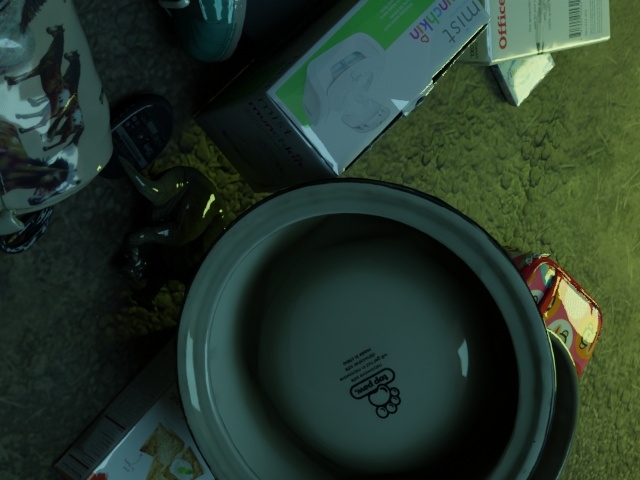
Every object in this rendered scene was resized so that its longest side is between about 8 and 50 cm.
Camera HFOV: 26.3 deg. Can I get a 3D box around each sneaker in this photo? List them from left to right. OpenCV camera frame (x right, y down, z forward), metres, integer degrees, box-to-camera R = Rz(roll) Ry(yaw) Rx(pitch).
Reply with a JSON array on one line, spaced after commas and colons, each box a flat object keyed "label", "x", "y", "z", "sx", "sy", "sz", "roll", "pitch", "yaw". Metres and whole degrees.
[{"label": "sneaker", "x": -0.159, "y": -0.328, "z": 1.415, "sx": 0.121, "sy": 0.108, "sz": 0.302, "roll": -18, "pitch": 110, "yaw": -35}]

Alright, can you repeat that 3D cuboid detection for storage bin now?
[{"label": "storage bin", "x": -0.055, "y": -0.288, "z": 1.520, "sx": 0.135, "sy": 0.098, "sz": 0.091, "roll": -38, "pitch": 125, "yaw": 16}]

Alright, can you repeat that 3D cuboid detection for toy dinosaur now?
[{"label": "toy dinosaur", "x": -0.154, "y": -0.009, "z": 1.555, "sx": 0.160, "sy": 0.121, "sz": 0.313, "roll": -57, "pitch": 131, "yaw": -26}]

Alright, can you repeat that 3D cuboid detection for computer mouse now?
[{"label": "computer mouse", "x": -0.256, "y": -0.075, "z": 1.475, "sx": 0.242, "sy": 0.041, "sz": 0.071, "roll": -40, "pitch": 131, "yaw": -15}]

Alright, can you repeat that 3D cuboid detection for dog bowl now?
[{"label": "dog bowl", "x": 0.057, "y": 0.127, "z": 1.465, "sx": 0.150, "sy": 0.408, "sz": 0.408, "roll": -25, "pitch": 128, "yaw": -70}]

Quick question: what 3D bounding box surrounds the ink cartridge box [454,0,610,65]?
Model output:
[{"label": "ink cartridge box", "x": 0.262, "y": -0.329, "z": 1.778, "sx": 0.237, "sy": 0.100, "sz": 0.172, "roll": -16, "pitch": 107, "yaw": -37}]

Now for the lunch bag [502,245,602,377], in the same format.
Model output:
[{"label": "lunch bag", "x": 0.262, "y": 0.159, "z": 1.982, "sx": 0.258, "sy": 0.120, "sz": 0.293, "roll": 40, "pitch": 77, "yaw": -39}]

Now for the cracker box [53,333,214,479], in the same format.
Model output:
[{"label": "cracker box", "x": -0.184, "y": 0.238, "z": 1.636, "sx": 0.232, "sy": 0.067, "sz": 0.156, "roll": -48, "pitch": 131, "yaw": -17}]

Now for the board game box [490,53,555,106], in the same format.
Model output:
[{"label": "board game box", "x": 0.278, "y": -0.248, "z": 1.894, "sx": 0.090, "sy": 0.020, "sz": 0.090, "roll": -47, "pitch": 130, "yaw": -18}]

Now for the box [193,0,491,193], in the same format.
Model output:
[{"label": "box", "x": 0.022, "y": -0.185, "z": 1.521, "sx": 0.262, "sy": 0.231, "sz": 0.127, "roll": -46, "pitch": 104, "yaw": -18}]

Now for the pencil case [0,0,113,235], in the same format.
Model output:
[{"label": "pencil case", "x": -0.320, "y": -0.212, "z": 1.266, "sx": 0.183, "sy": 0.160, "sz": 0.410, "roll": -47, "pitch": 134, "yaw": -40}]

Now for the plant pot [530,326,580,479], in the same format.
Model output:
[{"label": "plant pot", "x": 0.122, "y": 0.213, "z": 1.754, "sx": 0.323, "sy": 0.280, "sz": 0.323, "roll": -18, "pitch": 119, "yaw": -37}]
